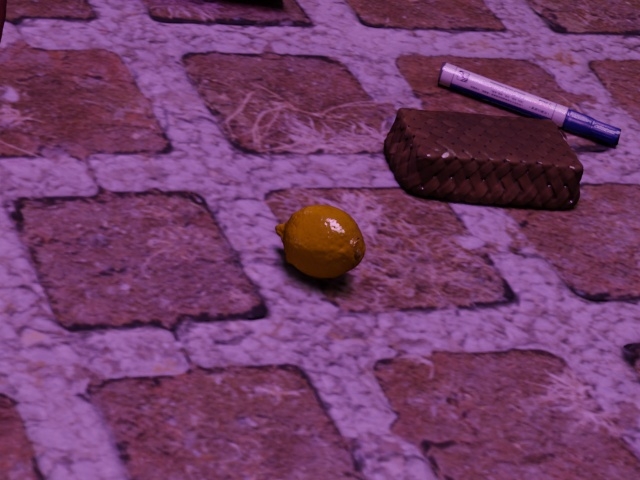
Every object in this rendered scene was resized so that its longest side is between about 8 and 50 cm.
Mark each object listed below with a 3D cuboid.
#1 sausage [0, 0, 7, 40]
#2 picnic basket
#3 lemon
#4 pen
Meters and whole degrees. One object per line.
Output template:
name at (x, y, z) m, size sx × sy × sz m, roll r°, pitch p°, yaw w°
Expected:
sausage at (-0.344, -0.230, 1.614) m, size 0.152 × 0.279 × 0.152 m, roll 8°, pitch 37°, yaw -6°
picnic basket at (0.164, -0.084, 1.830) m, size 0.193 × 0.055 × 0.110 m, roll 5°, pitch 34°, yaw -21°
lemon at (0.000, 0.000, 1.621) m, size 0.092 × 0.065 × 0.065 m, roll 16°, pitch 27°, yaw 34°
pen at (0.221, -0.143, 1.974) m, size 0.204 × 0.025 × 0.025 m, roll 21°, pitch 33°, yaw 6°
